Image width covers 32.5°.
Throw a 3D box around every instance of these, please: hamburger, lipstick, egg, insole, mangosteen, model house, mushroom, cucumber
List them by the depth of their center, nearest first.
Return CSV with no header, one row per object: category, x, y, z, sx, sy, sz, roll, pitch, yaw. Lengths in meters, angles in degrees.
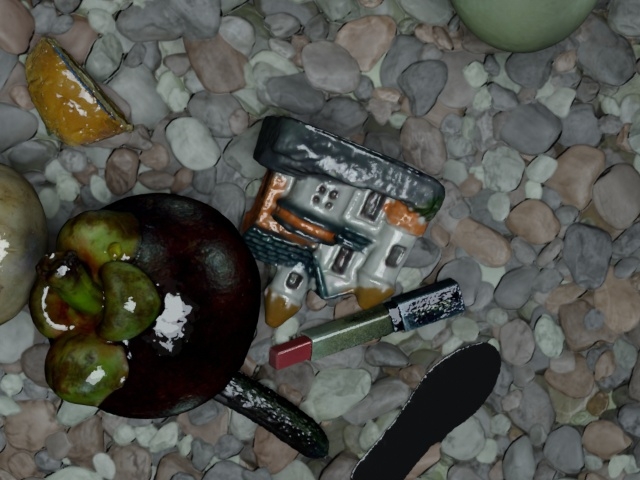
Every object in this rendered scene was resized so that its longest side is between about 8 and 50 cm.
mushroom,-0.477,0.008,1.472,0.254,0.184,0.255,2,94,26
mangosteen,-0.233,0.092,1.487,0.329,0.330,0.330,-2,100,-11
egg,0.288,-0.438,1.525,0.258,0.258,0.352,1,95,-12
hamburger,-0.352,-0.189,1.526,0.102,0.087,0.176,-43,107,-3
model house,0.000,0.000,1.580,0.271,0.190,0.301,23,96,-16
cucumber,-0.077,0.259,1.673,0.245,0.067,0.067,32,92,-16
lipstick,0.068,0.132,1.687,0.312,0.051,0.051,-18,104,-7
insole,0.170,0.288,1.759,0.109,0.007,0.322,41,90,-13
